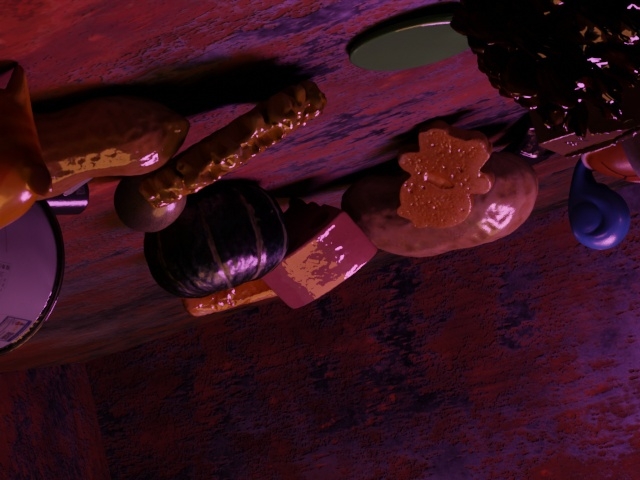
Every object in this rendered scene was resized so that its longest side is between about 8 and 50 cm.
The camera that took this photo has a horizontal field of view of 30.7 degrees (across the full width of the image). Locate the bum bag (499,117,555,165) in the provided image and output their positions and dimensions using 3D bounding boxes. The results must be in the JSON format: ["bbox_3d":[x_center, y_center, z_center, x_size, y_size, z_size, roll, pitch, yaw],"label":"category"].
[{"bbox_3d":[0.390,-0.176,2.114,0.102,0.069,0.248,2,167,-7],"label":"bum bag"}]

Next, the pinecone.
[{"bbox_3d":[0.240,-0.224,1.139,0.221,0.221,0.221,-14,172,-2],"label":"pinecone"}]

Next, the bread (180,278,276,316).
[{"bbox_3d":[-0.144,0.048,2.403,0.344,0.149,0.195,-14,-177,-8],"label":"bread"}]

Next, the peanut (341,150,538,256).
[{"bbox_3d":[0.204,-0.070,2.100,0.387,0.192,0.169,-13,-152,31],"label":"peanut"}]

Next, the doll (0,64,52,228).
[{"bbox_3d":[-0.408,-0.066,1.173,0.269,0.167,0.162,-16,174,-8],"label":"doll"}]

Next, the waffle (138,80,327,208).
[{"bbox_3d":[-0.109,-0.116,1.435,0.253,0.056,0.249,-31,-174,20],"label":"waffle"}]

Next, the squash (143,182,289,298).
[{"bbox_3d":[-0.175,0.004,1.986,0.252,0.165,0.252,-20,180,0],"label":"squash"}]

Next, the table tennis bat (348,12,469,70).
[{"bbox_3d":[0.156,-0.247,1.378,0.257,0.039,0.160,-12,172,22],"label":"table tennis bat"}]

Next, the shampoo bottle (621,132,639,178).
[{"bbox_3d":[0.592,-0.173,1.628,0.317,0.323,0.322,1,164,-34],"label":"shampoo bottle"}]

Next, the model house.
[{"bbox_3d":[0.359,-0.221,1.381,0.248,0.181,0.176,-19,171,26],"label":"model house"}]

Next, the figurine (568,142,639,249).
[{"bbox_3d":[0.545,-0.187,1.959,0.416,0.243,0.298,-43,149,27],"label":"figurine"}]

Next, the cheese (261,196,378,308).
[{"bbox_3d":[0.011,0.007,2.114,0.177,0.128,0.203,-18,-146,39],"label":"cheese"}]

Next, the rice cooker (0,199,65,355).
[{"bbox_3d":[-0.448,0.022,1.414,0.280,0.241,0.227,-55,161,4],"label":"rice cooker"}]

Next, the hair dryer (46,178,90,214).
[{"bbox_3d":[-0.323,-0.091,1.551,0.197,0.057,0.100,-31,164,35],"label":"hair dryer"}]

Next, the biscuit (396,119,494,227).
[{"bbox_3d":[0.204,-0.103,1.938,0.166,0.036,0.225,15,134,5],"label":"biscuit"}]

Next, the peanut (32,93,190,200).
[{"bbox_3d":[-0.277,-0.108,1.322,0.263,0.101,0.117,-16,-177,-11],"label":"peanut"}]

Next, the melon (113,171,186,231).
[{"bbox_3d":[-0.244,-0.062,1.678,0.098,0.098,0.130,-8,172,-37],"label":"melon"}]
